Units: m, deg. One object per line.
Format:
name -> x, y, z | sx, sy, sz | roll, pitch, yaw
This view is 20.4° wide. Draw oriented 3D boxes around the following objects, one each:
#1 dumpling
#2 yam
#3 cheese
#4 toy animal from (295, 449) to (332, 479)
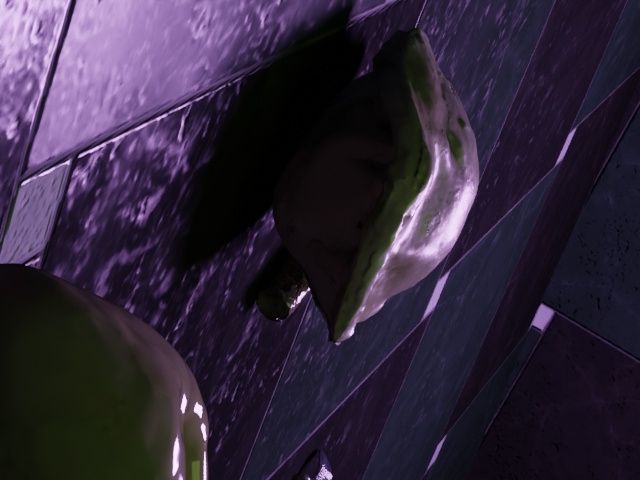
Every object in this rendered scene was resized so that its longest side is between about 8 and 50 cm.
dumpling -> 0.035, -0.040, 1.039 | 0.136, 0.118, 0.199 | 98, 0, -60
yam -> 0.000, 0.000, 1.161 | 0.129, 0.027, 0.033 | -55, 166, -36
cheese -> -0.122, 0.205, 0.665 | 0.351, 0.129, 0.328 | 97, 4, -66
toy animal -> -0.007, 0.216, 1.559 | 0.028, 0.050, 0.084 | -36, -133, 36
